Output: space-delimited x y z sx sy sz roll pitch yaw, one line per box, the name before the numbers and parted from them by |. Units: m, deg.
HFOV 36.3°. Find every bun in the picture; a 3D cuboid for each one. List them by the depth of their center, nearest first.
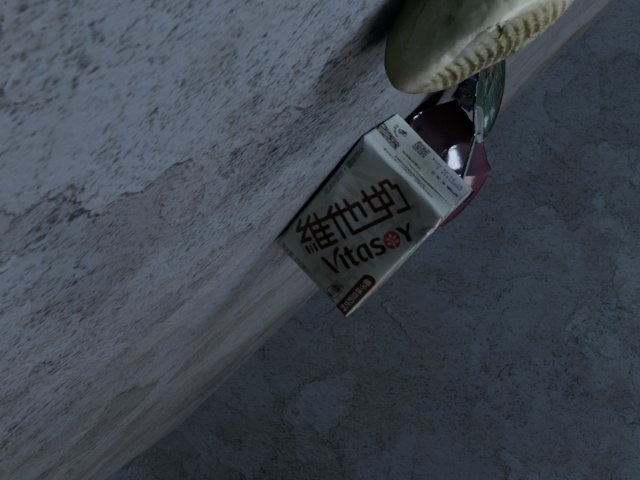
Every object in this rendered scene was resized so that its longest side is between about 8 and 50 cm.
bun | 0.169 -0.255 1.083 0.237 0.116 0.210 -28 176 21

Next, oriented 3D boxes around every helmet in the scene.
helmet | 0.192 -0.111 1.918 0.338 0.197 0.271 -46 176 15

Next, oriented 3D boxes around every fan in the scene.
fan | 0.295 -0.258 1.758 0.294 0.012 0.223 -57 152 -44

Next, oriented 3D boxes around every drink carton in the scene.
drink carton | 0.086 -0.036 1.717 0.132 0.194 0.324 -40 173 -48

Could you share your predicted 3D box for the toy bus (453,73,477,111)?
toy bus | 0.315 -0.313 2.016 0.061 0.051 0.153 -55 176 -12
